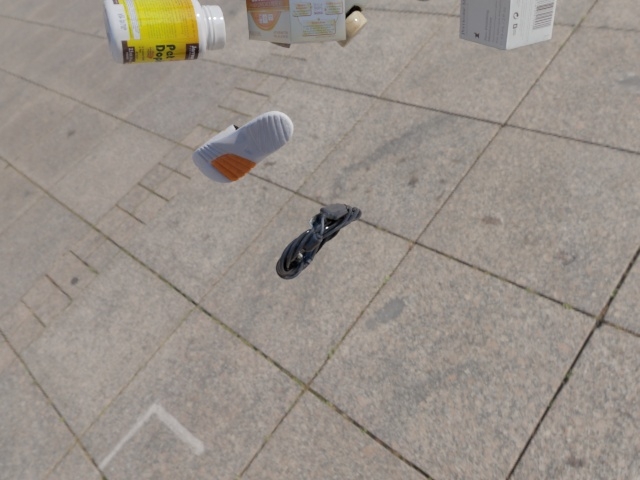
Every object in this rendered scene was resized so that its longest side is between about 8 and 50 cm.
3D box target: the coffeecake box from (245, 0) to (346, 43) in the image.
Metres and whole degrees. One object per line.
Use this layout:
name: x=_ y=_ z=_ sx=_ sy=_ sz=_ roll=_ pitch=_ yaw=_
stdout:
coffeecake box: x=-0.035 y=-0.315 z=0.553 sx=0.068 sy=0.185 sz=0.142 roll=-13 pitch=26 yaw=-21

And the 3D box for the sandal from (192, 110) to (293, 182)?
sandal: x=-0.155 y=-0.205 z=1.088 sx=0.265 sy=0.102 sz=0.076 roll=-20 pitch=32 yaw=31

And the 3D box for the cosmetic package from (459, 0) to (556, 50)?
cosmetic package: x=0.466 y=-0.583 z=1.289 sx=0.151 sy=0.151 sz=0.183 roll=-19 pitch=35 yaw=-18

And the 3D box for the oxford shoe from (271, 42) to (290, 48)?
oxford shoe: x=-0.023 y=-0.449 z=0.930 sx=0.271 sy=0.098 sz=0.096 roll=-21 pitch=49 yaw=54

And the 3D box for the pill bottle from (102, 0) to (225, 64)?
pill bottle: x=-0.300 y=-0.409 z=0.997 sx=0.215 sy=0.117 sz=0.117 roll=-12 pitch=42 yaw=-22

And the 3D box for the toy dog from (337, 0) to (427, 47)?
toy dog: x=0.100 y=-0.592 z=1.159 sx=0.334 sy=0.220 sz=0.161 roll=-24 pitch=18 yaw=13

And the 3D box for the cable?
cable: x=0.000 y=0.000 z=0.840 sx=0.047 sy=0.184 sz=0.150 roll=41 pitch=115 yaw=8
